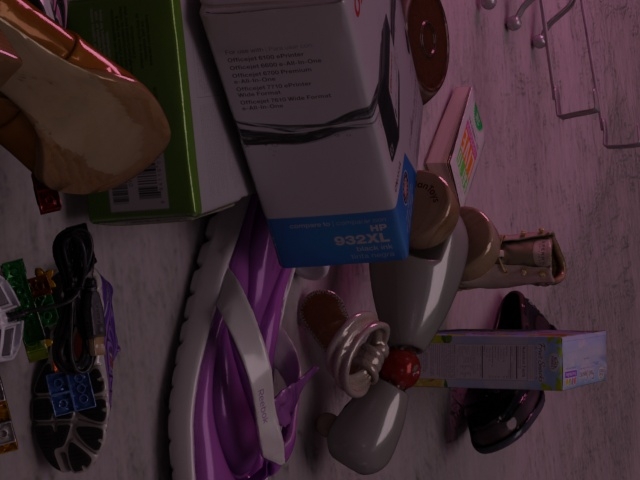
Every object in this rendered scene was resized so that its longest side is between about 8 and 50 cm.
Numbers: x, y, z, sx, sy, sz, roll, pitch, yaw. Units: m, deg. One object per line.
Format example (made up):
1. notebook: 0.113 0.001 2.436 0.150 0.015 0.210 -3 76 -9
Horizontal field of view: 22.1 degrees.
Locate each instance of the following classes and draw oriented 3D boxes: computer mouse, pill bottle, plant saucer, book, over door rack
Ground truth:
1. computer mouse: -0.249 0.056 1.159 0.193 0.042 0.106 -9 95 -21
2. pill bottle: 0.000 0.000 1.730 0.043 0.043 0.083 66 34 -36
3. plant saucer: 0.121 -0.245 2.004 0.168 0.029 0.168 4 85 -64
4. book: 0.177 -0.114 2.108 0.096 0.035 0.144 68 32 -42
5. over door rack: 0.323 -0.283 2.287 0.239 0.108 0.324 16 53 -62

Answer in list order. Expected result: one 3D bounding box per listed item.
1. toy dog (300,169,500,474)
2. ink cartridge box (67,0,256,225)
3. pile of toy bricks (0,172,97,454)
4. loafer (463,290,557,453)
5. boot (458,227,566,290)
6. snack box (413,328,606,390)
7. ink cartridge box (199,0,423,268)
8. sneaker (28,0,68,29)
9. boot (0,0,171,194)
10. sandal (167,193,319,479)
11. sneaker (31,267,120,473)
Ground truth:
1. toy dog: 0.058 0.068 1.775 0.334 0.161 0.220 -54 141 -30
2. ink cartridge box: -0.121 -0.121 1.448 0.255 0.097 0.189 -26 112 -74
3. pile of toy bricks: -0.226 0.045 1.243 0.105 0.118 0.212 169 -93 -79
4. loafer: 0.239 0.168 2.154 0.095 0.109 0.302 58 28 -13
5. boot: 0.198 0.016 1.985 0.213 0.165 0.077 29 62 -61
6. snack box: 0.222 0.142 1.979 0.174 0.207 0.070 1 87 -63
7. ink cartridge box: 0.003 -0.160 1.483 0.307 0.129 0.223 74 19 -44
8. sneaker: -0.235 -0.226 1.274 0.077 0.072 0.178 -56 145 -67
9. boot: -0.231 -0.154 1.146 0.211 0.104 0.295 52 9 23
10. sandal: -0.057 0.107 1.544 0.169 0.102 0.416 31 61 -59
11. sneaker: -0.186 0.105 1.334 0.071 0.068 0.170 32 59 -65
